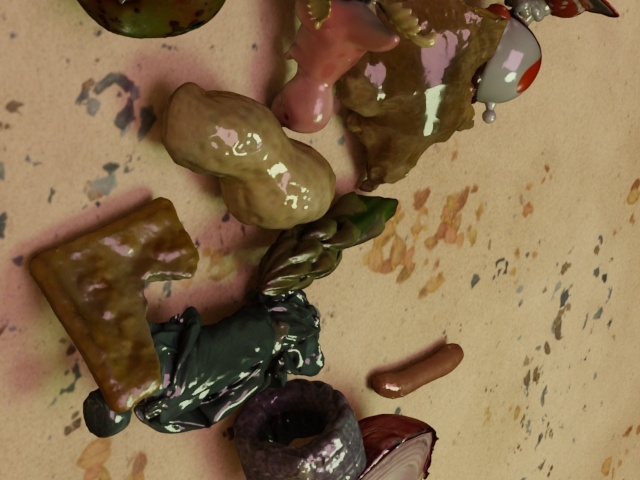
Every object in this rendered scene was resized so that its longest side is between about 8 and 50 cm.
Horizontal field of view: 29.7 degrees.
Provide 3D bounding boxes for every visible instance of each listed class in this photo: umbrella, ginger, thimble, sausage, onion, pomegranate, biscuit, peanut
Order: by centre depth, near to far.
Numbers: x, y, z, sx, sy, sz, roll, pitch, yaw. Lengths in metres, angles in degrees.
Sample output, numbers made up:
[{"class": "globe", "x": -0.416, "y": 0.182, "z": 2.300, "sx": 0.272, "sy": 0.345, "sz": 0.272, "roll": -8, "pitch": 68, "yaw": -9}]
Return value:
[{"class": "pomegranate", "x": -0.148, "y": -0.274, "z": 1.094, "sx": 0.159, "sy": 0.159, "sz": 0.205, "roll": 61, "pitch": 34, "yaw": -43}, {"class": "biscuit", "x": -0.182, "y": 0.056, "z": 1.204, "sx": 0.183, "sy": 0.039, "sz": 0.174, "roll": -34, "pitch": 91, "yaw": -39}, {"class": "peanut", "x": -0.073, "y": -0.087, "z": 1.285, "sx": 0.263, "sy": 0.101, "sz": 0.117, "roll": 41, "pitch": 57, "yaw": -50}, {"class": "umbrella", "x": -0.127, "y": 0.133, "z": 1.319, "sx": 0.349, "sy": 0.094, "sz": 0.143, "roll": -22, "pitch": 98, "yaw": -49}, {"class": "ginger", "x": 0.100, "y": -0.175, "z": 1.439, "sx": 0.218, "sy": 0.123, "sz": 0.270, "roll": 10, "pitch": 105, "yaw": -33}, {"class": "thimble", "x": -0.026, "y": 0.243, "z": 1.444, "sx": 0.150, "sy": 0.150, "sz": 0.098, "roll": -43, "pitch": 135, "yaw": -30}, {"class": "onion", "x": 0.031, "y": 0.317, "z": 1.545, "sx": 0.283, "sy": 0.120, "sz": 0.227, "roll": -6, "pitch": 124, "yaw": -63}, {"class": "sausage", "x": 0.139, "y": 0.186, "z": 1.703, "sx": 0.186, "sy": 0.043, "sz": 0.043, "roll": -17, "pitch": 118, "yaw": -45}]

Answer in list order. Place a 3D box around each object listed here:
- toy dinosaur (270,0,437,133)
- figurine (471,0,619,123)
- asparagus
[{"class": "toy dinosaur", "x": 0.008, "y": -0.211, "z": 1.293, "sx": 0.152, "sy": 0.194, "sz": 0.177, "roll": 0, "pitch": 84, "yaw": -58}, {"class": "figurine", "x": 0.236, "y": -0.255, "z": 1.556, "sx": 0.160, "sy": 0.183, "sz": 0.226, "roll": 37, "pitch": 99, "yaw": -10}, {"class": "asparagus", "x": 0.000, "y": 0.000, "z": 1.417, "sx": 0.287, "sy": 0.080, "sz": 0.080, "roll": -41, "pitch": 135, "yaw": -52}]
